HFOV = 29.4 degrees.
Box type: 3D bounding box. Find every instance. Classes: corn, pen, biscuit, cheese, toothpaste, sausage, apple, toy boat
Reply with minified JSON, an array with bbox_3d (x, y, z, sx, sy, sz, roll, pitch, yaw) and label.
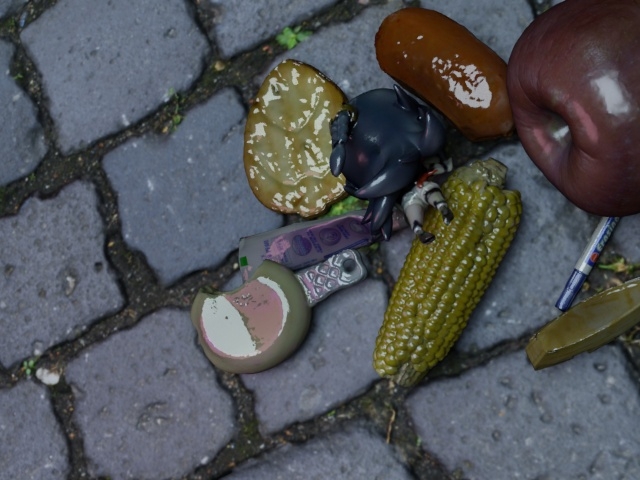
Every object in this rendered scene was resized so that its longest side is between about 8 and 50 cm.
[{"bbox_3d":[0.180,0.044,1.731,0.130,0.130,0.347,27,96,25],"label":"corn"},{"bbox_3d":[0.384,0.008,1.701,0.025,0.025,0.204,30,95,24],"label":"pen"},{"bbox_3d":[-0.029,-0.160,1.901,0.203,0.041,0.260,-17,75,23],"label":"biscuit"},{"bbox_3d":[-0.059,0.092,1.846,0.286,0.082,0.163,-31,83,15],"label":"cheese"},{"bbox_3d":[0.000,0.000,1.858,0.301,0.048,0.075,-15,104,28],"label":"toothpaste"},{"bbox_3d":[0.188,-0.247,1.772,0.258,0.133,0.133,43,100,24],"label":"sausage"},{"bbox_3d":[0.388,-0.183,1.596,0.235,0.306,0.306,-25,70,-13],"label":"apple"},{"bbox_3d":[0.377,0.116,1.662,0.206,0.072,0.064,-27,57,4],"label":"toy boat"}]

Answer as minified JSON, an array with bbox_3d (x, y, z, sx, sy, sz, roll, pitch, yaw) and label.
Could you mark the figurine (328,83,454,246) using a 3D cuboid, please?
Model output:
[{"bbox_3d":[0.102,-0.112,1.706,0.175,0.265,0.197,-27,104,1],"label":"figurine"}]
